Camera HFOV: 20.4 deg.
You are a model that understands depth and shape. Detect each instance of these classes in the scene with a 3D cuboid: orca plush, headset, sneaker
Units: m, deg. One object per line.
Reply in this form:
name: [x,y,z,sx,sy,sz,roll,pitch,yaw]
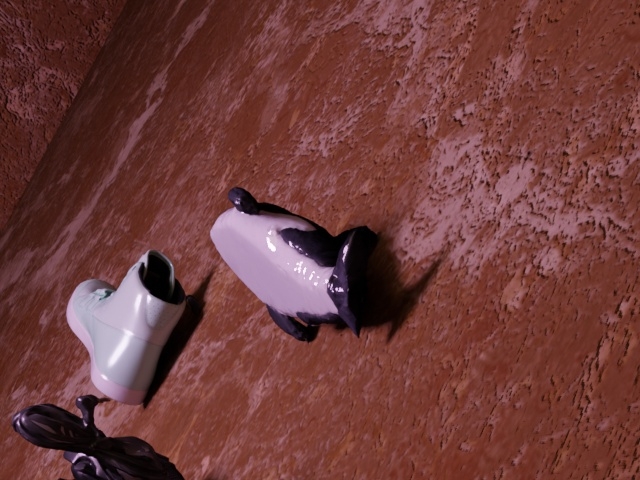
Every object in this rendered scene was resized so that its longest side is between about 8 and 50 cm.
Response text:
orca plush: [0.000,0.000,1.532,0.102,0.151,0.287,-31,6,-17]
headset: [-0.214,0.262,1.541,0.394,0.185,0.243,124,168,-54]
sneaker: [-0.210,0.069,2.033,0.151,0.094,0.256,-61,25,13]
